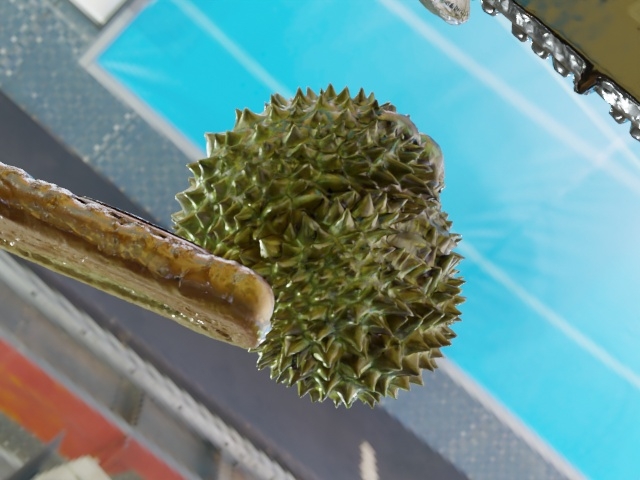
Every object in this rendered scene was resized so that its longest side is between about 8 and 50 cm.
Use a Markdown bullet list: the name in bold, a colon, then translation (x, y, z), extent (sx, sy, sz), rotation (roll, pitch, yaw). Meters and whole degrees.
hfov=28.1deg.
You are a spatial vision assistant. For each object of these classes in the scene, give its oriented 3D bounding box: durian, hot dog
- **durian**: translation (-0.004, 0.000, 1.075), extent (0.291, 0.224, 0.291), rotation (37, -135, -48)
- **hot dog**: translation (-0.125, 0.004, 0.757), extent (0.215, 0.066, 0.047), rotation (22, -124, 6)

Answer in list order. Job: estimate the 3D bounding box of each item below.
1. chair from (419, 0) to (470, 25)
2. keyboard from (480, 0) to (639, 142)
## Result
- **chair**: translation (0.133, -0.333, 0.890), extent (0.160, 0.186, 0.319), rotation (44, -144, -68)
- **keyboard**: translation (0.151, -0.079, 0.543), extent (0.317, 0.106, 0.027), rotation (48, 159, 30)
